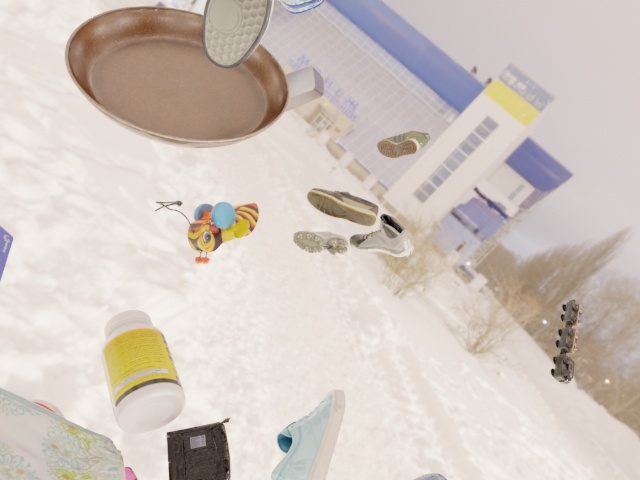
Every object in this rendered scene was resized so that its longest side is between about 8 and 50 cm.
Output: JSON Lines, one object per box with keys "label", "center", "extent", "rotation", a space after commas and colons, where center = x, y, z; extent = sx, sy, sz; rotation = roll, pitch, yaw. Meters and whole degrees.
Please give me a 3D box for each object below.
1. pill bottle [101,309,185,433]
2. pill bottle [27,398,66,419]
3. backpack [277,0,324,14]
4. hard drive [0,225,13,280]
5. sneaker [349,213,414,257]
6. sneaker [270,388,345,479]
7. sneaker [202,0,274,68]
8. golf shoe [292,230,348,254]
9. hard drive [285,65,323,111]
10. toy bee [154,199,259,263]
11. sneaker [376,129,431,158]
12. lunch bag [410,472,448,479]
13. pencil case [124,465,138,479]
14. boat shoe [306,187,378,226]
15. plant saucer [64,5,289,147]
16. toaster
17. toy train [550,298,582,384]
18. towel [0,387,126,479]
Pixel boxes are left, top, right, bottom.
{"label": "pill bottle", "center": [-0.525, 0.367, 1.478], "extent": [0.188, 0.188, 0.334], "rotation": [33, 16, -48]}
{"label": "pill bottle", "center": [-0.752, 0.513, 1.179], "extent": [0.176, 0.176, 0.318], "rotation": [43, 10, -1]}
{"label": "backpack", "center": [-0.034, -0.453, 0.896], "extent": [0.114, 0.105, 0.084], "rotation": [60, -6, 38]}
{"label": "hard drive", "center": [-0.932, -0.044, 1.293], "extent": [0.318, 0.040, 0.210], "rotation": [61, 4, -42]}
{"label": "sneaker", "center": [0.185, -0.029, 1.608], "extent": [0.229, 0.086, 0.132], "rotation": [9, -54, 35]}
{"label": "sneaker", "center": [-0.029, 0.494, 1.321], "extent": [0.150, 0.135, 0.366], "rotation": [17, 20, 7]}
{"label": "sneaker", "center": [-0.081, -0.348, 0.689], "extent": [0.086, 0.226, 0.163], "rotation": [24, 25, -3]}
{"label": "golf shoe", "center": [0.000, 0.000, 1.611], "extent": [0.176, 0.069, 0.086], "rotation": [12, 23, -3]}
{"label": "hard drive", "center": [-0.119, -0.315, 1.144], "extent": [0.172, 0.255, 0.054], "rotation": [-46, 119, -78]}
{"label": "toy bee", "center": [-0.292, -0.022, 1.345], "extent": [0.299, 0.162, 0.195], "rotation": [-3, 3, -29]}
{"label": "sneaker", "center": [0.264, -0.302, 1.581], "extent": [0.192, 0.086, 0.064], "rotation": [12, -49, 60]}
{"label": "lunch bag", "center": [0.226, 0.650, 1.213], "extent": [0.176, 0.219, 0.090], "rotation": [149, -76, -79]}
{"label": "pencil case", "center": [-0.614, 0.839, 1.646], "extent": [0.209, 0.095, 0.098], "rotation": [39, -19, 31]}
{"label": "boat shoe", "center": [0.070, -0.112, 1.553], "extent": [0.224, 0.073, 0.080], "rotation": [21, -36, 8]}
{"label": "plant saucer", "center": [-0.201, -0.236, 0.747], "extent": [0.311, 0.050, 0.310], "rotation": [12, 49, -14]}
{"label": "toaster", "center": [-0.324, 0.598, 1.400], "extent": [0.110, 0.186, 0.167], "rotation": [98, -20, -58]}
{"label": "toy train", "center": [0.396, 0.159, 0.810], "extent": [0.036, 0.027, 0.158], "rotation": [42, 53, -14]}
{"label": "towel", "center": [-0.525, 0.421, 0.934], "extent": [0.375, 0.090, 0.321], "rotation": [38, -5, -28]}
